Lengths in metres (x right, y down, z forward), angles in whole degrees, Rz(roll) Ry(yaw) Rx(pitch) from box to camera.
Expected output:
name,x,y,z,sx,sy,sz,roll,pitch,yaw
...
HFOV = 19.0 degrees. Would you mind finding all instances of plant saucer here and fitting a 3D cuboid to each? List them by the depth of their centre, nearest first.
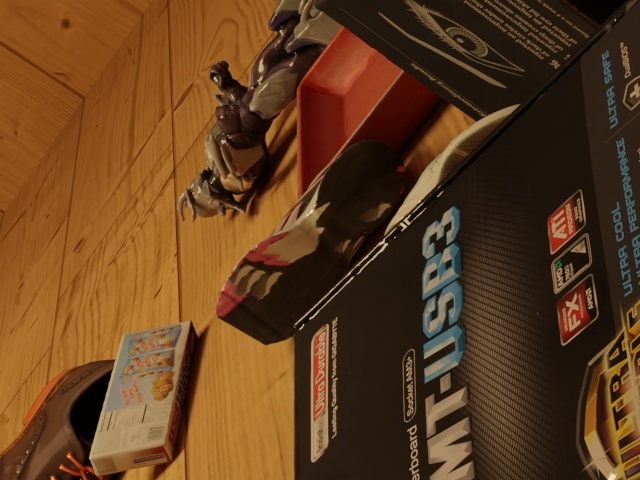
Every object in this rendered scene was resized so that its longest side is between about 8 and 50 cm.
name,x,y,z,sx,sy,sz,roll,pitch,yaw
plant saucer,0.074,-0.163,1.486,0.258,0.047,0.259,-52,15,19

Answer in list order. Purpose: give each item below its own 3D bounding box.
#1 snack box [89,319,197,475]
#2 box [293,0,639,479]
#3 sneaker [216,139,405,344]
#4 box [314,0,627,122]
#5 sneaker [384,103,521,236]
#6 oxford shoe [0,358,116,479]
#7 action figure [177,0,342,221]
name,x,y,z,sx,sy,sz,roll,pitch,yaw
snack box,-0.142,0.125,1.554,0.064,0.022,0.178,-13,28,11
box,0.095,0.070,0.807,0.293,0.073,0.295,-44,29,34
sneaker,0.000,0.000,1.375,0.178,0.072,0.077,-45,5,12
box,0.113,-0.167,1.164,0.108,0.153,0.207,-61,16,-18
sneaker,0.091,-0.044,1.174,0.152,0.053,0.061,-44,17,42
oxford shoe,-0.229,0.205,1.595,0.098,0.097,0.271,-29,31,49
action figure,-0.053,-0.133,1.737,0.285,0.099,0.185,-57,23,16
